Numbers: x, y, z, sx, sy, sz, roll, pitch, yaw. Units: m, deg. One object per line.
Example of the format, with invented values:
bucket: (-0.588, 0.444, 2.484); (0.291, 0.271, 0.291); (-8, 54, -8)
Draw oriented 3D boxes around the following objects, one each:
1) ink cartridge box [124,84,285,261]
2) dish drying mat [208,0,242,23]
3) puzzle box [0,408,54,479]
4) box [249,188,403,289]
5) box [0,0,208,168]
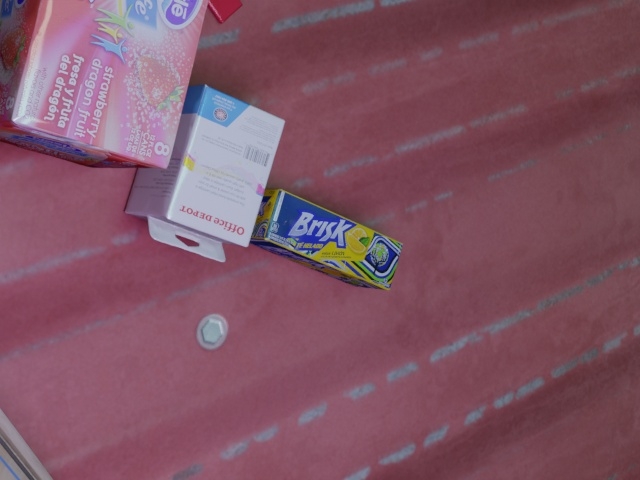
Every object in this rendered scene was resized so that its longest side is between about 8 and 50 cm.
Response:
ink cartridge box: (-0.111, -0.060, 1.050); (0.092, 0.090, 0.143); (22, 82, -35)
dish drying mat: (-0.108, -0.251, 1.088); (0.032, 0.008, 0.083); (-47, 119, -23)
puzzle box: (-0.308, 0.231, 0.795); (0.272, 0.052, 0.409); (-61, 159, -27)
box: (0.000, 0.000, 1.154); (0.169, 0.059, 0.054); (22, 79, -35)
box: (-0.185, -0.219, 0.946); (0.142, 0.154, 0.300); (16, 83, -35)
